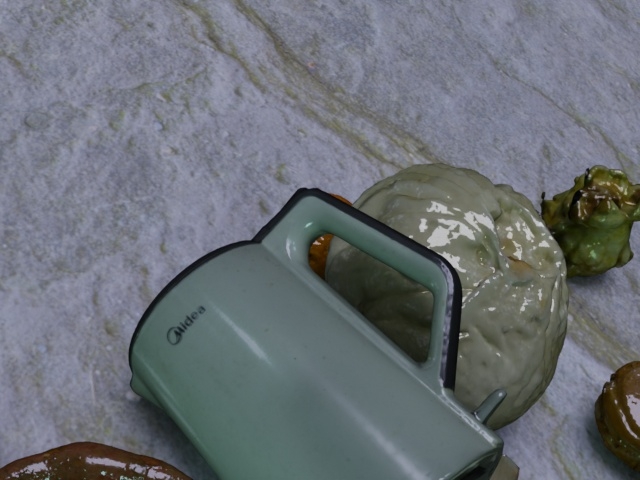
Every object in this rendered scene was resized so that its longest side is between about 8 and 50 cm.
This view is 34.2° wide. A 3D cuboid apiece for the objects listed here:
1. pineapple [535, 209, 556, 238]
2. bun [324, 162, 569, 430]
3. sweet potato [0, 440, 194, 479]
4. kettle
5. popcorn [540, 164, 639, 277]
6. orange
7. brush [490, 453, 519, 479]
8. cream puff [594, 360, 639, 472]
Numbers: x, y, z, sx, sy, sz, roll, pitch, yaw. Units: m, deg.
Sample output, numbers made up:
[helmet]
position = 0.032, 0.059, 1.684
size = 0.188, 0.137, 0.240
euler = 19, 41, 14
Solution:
[pineapple]
position = 0.295, 0.006, 1.555
size = 0.161, 0.137, 0.176
euler = 37, 45, 15
[bun]
position = 0.188, 0.066, 1.331
size = 0.349, 0.227, 0.352
euler = 30, 53, -25
[sweet potato]
position = -0.245, 0.258, 1.129
size = 0.255, 0.058, 0.078
euler = 6, 65, -13
[kettle]
position = 0.016, 0.153, 1.154
size = 0.376, 0.361, 0.250
euler = 43, 5, 24
[popcorn]
position = 0.433, -0.043, 1.621
size = 0.173, 0.195, 0.168
euler = 19, 50, 3
[orange]
position = -0.002, 0.000, 1.435
size = 0.117, 0.135, 0.135
euler = 4, 44, -40
[brush]
position = 0.179, 0.375, 1.220
size = 0.085, 0.020, 0.336
euler = 28, 42, 7
[cream puff]
position = 0.442, 0.244, 1.396
size = 0.150, 0.115, 0.165
euler = 2, 55, -12
